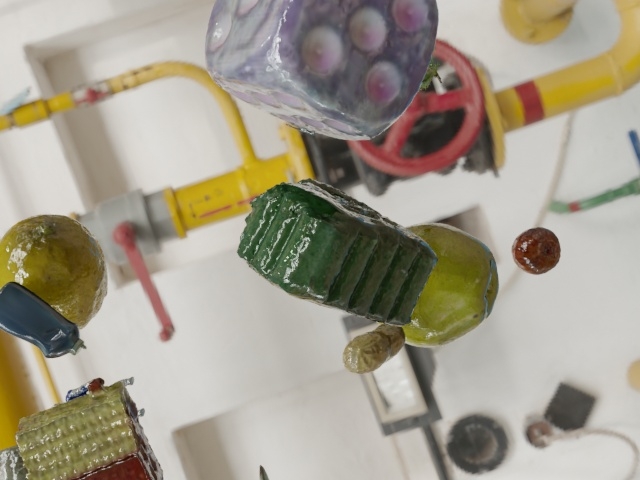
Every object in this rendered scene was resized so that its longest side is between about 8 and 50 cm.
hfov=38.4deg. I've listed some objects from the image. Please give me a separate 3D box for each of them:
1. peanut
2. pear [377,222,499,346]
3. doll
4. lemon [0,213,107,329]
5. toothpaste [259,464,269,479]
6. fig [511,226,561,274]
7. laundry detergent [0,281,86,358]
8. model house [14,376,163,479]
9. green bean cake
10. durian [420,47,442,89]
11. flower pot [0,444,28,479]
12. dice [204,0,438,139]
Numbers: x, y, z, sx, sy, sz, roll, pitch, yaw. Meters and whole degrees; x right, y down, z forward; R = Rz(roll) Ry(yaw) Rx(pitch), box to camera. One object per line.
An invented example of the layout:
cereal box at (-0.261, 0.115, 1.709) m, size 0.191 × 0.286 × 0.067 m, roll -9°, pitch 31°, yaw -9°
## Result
peanut at (0.107, 0.203, 1.766) m, size 0.174 × 0.080 × 0.080 m, roll -23°, pitch -85°, yaw -51°
pear at (0.230, 0.092, 1.975) m, size 0.294 × 0.294 × 0.294 m, roll 160°, pitch 90°, yaw -87°
doll at (-0.499, 0.352, 1.983) m, size 0.057 × 0.228 × 0.113 m, roll -83°, pitch -22°, yaw -68°
lemon at (-0.591, 0.083, 2.022) m, size 0.245 × 0.245 × 0.319 m, roll -112°, pitch 22°, yaw -45°
toothpaste at (-0.117, 0.622, 2.165) m, size 0.239 × 0.039 × 0.062 m, roll -118°, pitch 16°, yaw -63°
fig at (0.550, 0.024, 2.347) m, size 0.150 × 0.129 × 0.128 m, roll -44°, pitch -65°, yaw -77°
laundry detergent at (-0.562, 0.171, 1.848) m, size 0.206 × 0.096 × 0.061 m, roll 32°, pitch 175°, yaw 1°
model house at (-0.388, 0.365, 1.555) m, size 0.160 × 0.196 × 0.253 m, roll -131°, pitch 23°, yaw -75°
green bean cake at (0.000, 0.000, 1.529) m, size 0.308 × 0.169 × 0.300 m, roll 18°, pitch -171°, yaw -45°
durian at (0.238, -0.413, 2.171) m, size 0.086 × 0.100 × 0.215 m, roll 60°, pitch -179°, yaw 25°
flower pot at (-0.713, 0.682, 2.334) m, size 0.293 × 0.294 × 0.330 m, roll 82°, pitch 173°, yaw -78°
dice at (-0.002, -0.324, 1.436) m, size 0.270 × 0.271 × 0.270 m, roll 22°, pitch 177°, yaw -34°
